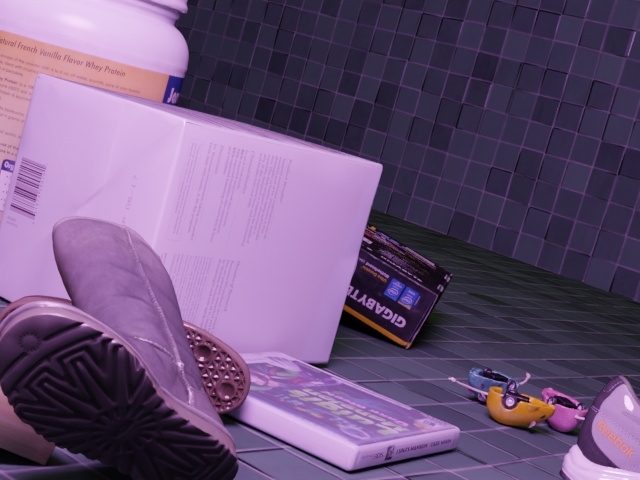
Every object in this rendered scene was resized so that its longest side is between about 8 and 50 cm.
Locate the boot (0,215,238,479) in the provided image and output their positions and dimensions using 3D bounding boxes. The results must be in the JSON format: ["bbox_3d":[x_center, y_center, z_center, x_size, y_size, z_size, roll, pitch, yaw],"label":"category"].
[{"bbox_3d":[-0.132,0.044,0.763,0.190,0.076,0.208,51,11,-40],"label":"boot"}]

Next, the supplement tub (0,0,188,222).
[{"bbox_3d":[-0.261,-0.130,1.260,0.228,0.316,0.228,16,7,-2],"label":"supplement tub"}]

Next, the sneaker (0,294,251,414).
[{"bbox_3d":[-0.139,0.075,0.929,0.188,0.066,0.071,17,6,1],"label":"sneaker"}]

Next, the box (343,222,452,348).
[{"bbox_3d":[0.000,0.000,1.534,0.322,0.079,0.257,32,7,5],"label":"box"}]

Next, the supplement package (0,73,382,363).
[{"bbox_3d":[-0.118,-0.014,1.138,0.198,0.199,0.262,20,8,38],"label":"supplement package"}]

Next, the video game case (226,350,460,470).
[{"bbox_3d":[-0.009,0.128,0.995,0.190,0.022,0.173,20,8,31],"label":"video game case"}]

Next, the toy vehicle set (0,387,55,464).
[{"bbox_3d":[-0.280,0.034,0.702,0.267,0.035,0.166,35,-6,-40],"label":"toy vehicle set"}]

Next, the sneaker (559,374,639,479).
[{"bbox_3d":[0.330,0.183,0.984,0.271,0.108,0.100,17,5,-2],"label":"sneaker"}]

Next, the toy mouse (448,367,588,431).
[{"bbox_3d":[0.197,0.155,1.221,0.161,0.031,0.143,17,7,4],"label":"toy mouse"}]
